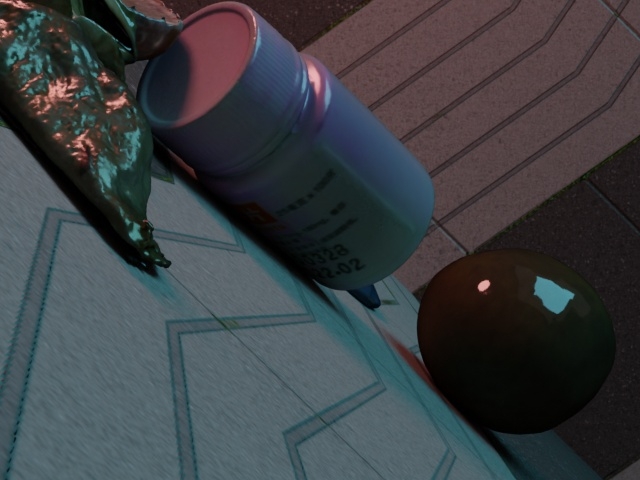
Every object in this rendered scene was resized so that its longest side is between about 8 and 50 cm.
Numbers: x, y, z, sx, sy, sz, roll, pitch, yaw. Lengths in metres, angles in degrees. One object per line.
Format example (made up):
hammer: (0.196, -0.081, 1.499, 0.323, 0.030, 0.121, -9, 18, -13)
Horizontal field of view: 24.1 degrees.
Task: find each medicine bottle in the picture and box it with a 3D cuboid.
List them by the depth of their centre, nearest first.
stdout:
medicine bottle: (-0.039, -0.114, 1.911, 0.388, 0.219, 0.219, 40, 5, -42)

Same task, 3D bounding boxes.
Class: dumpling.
dumpling: (-0.189, -0.099, 1.210, 0.332, 0.086, 0.166, 51, 9, 24)

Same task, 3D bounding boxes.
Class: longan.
longan: (0.284, 0.144, 2.229, 0.297, 0.297, 0.297, 44, 4, -4)

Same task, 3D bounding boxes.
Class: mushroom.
mushroom: (-0.287, -0.247, 1.525, 0.247, 0.130, 0.344, 60, 4, -4)

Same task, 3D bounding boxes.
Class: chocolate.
chocolate: (-0.295, -0.289, 1.863, 0.185, 0.100, 0.303, 10, 19, -31)

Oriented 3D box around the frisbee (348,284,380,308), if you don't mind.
frisbee: (0.004, -0.004, 2.433, 0.289, 0.049, 0.289, 44, 4, -4)
